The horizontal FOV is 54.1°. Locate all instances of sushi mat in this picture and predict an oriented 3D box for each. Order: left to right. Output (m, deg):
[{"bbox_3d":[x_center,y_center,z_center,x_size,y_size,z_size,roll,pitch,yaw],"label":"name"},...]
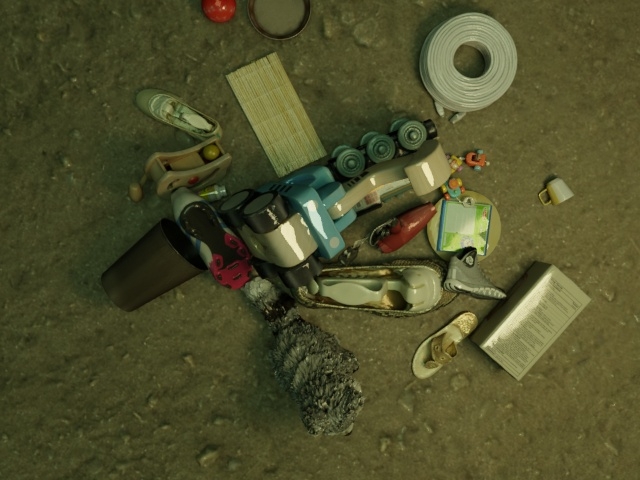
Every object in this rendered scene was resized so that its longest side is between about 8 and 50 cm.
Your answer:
[{"bbox_3d":[-0.118,-0.339,1.694,0.152,0.019,0.316,-28,95,0],"label":"sushi mat"}]

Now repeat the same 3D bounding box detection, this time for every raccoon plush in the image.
[{"bbox_3d":[-0.067,0.313,1.602,0.446,0.299,0.216,41,91,-5],"label":"raccoon plush"}]

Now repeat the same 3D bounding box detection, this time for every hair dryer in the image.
[{"bbox_3d":[0.200,-0.021,1.633,0.294,0.224,0.080,-31,86,-34],"label":"hair dryer"}]

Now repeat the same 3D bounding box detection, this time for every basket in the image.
[{"bbox_3d":[-0.440,0.074,1.637,0.227,0.204,0.154,-34,57,8],"label":"basket"}]

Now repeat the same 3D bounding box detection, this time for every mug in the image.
[{"bbox_3d":[0.650,-0.135,1.732,0.078,0.062,0.064,-28,87,-7],"label":"mug"}]

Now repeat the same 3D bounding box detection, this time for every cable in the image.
[{"bbox_3d":[0.393,-0.476,1.676,0.257,0.089,0.257,-30,95,-1],"label":"cable"}]

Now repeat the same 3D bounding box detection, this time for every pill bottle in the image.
[{"bbox_3d":[-0.295,-0.125,1.686,0.083,0.043,0.043,-14,95,-3],"label":"pill bottle"}]

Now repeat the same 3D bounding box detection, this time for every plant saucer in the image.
[{"bbox_3d":[-0.109,-0.616,1.669,0.169,0.029,0.168,0,93,-3],"label":"plant saucer"}]

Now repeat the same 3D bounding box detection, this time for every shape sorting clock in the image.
[{"bbox_3d":[0.396,-0.035,1.732,0.206,0.040,0.206,0,93,1],"label":"shape sorting clock"}]

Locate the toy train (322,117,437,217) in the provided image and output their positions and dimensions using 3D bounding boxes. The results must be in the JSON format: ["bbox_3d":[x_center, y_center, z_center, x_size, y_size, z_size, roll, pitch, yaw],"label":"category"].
[{"bbox_3d":[0.170,-0.197,1.669,0.334,0.142,0.190,-24,107,-3],"label":"toy train"}]

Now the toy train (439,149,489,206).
[{"bbox_3d":[0.391,-0.180,1.702,0.125,0.046,0.166,15,76,4],"label":"toy train"}]

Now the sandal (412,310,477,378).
[{"bbox_3d":[0.346,0.293,1.734,0.088,0.079,0.240,43,91,-5],"label":"sandal"}]

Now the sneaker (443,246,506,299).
[{"bbox_3d":[0.429,0.087,1.696,0.229,0.086,0.132,15,76,-38],"label":"sneaker"}]

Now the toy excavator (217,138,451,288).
[{"bbox_3d":[0.034,-0.101,1.520,0.445,0.433,0.222,-40,115,-20],"label":"toy excavator"}]

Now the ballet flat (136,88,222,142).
[{"bbox_3d":[-0.373,-0.334,1.648,0.249,0.086,0.086,25,92,-4],"label":"ballet flat"}]

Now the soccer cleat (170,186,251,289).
[{"bbox_3d":[-0.281,-0.010,1.636,0.116,0.143,0.331,-34,134,-9],"label":"soccer cleat"}]

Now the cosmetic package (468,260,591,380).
[{"bbox_3d":[0.567,0.215,1.717,0.153,0.129,0.296,43,91,-4],"label":"cosmetic package"}]

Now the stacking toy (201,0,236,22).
[{"bbox_3d":[-0.271,-0.731,1.605,0.141,0.141,0.330,-4,98,-3],"label":"stacking toy"}]

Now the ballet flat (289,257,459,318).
[{"bbox_3d":[0.160,0.132,1.661,0.483,0.182,0.163,0,93,-3],"label":"ballet flat"}]

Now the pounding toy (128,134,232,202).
[{"bbox_3d":[-0.379,-0.201,1.606,0.270,0.154,0.154,-30,74,-15],"label":"pounding toy"}]
